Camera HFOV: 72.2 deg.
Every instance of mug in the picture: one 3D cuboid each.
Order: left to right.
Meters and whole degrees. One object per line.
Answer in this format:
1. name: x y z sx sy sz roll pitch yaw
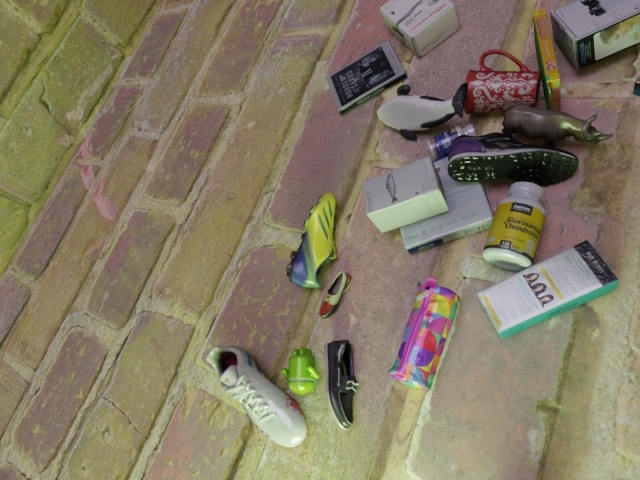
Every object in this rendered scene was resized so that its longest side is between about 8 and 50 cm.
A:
1. mug: 0.461 -0.395 1.115 0.169 0.150 0.113 10 47 29

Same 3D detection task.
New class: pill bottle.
1. pill bottle: 0.347 -0.259 1.156 0.120 0.067 0.067 -22 57 19
2. pill bottle: 0.433 -0.032 0.969 0.103 0.103 0.184 13 73 34

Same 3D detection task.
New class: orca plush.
1. orca plush: 0.293 -0.377 1.217 0.102 0.151 0.287 -32 12 -32

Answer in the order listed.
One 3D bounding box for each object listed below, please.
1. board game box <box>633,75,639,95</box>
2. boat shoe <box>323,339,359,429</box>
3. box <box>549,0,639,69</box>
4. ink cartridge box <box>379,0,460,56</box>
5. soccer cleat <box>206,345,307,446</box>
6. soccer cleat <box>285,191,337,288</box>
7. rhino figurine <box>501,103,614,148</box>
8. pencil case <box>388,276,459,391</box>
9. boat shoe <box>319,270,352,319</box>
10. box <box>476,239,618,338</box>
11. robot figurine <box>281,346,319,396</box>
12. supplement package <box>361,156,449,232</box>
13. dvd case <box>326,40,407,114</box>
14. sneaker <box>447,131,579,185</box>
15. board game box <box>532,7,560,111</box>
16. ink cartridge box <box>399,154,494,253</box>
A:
1. board game box: 0.844 -0.354 0.933 0.243 0.042 0.165 37 88 38
2. boat shoe: 0.055 0.329 1.027 0.065 0.075 0.206 -25 52 21
3. box: 0.731 -0.546 1.047 0.290 0.087 0.169 -21 46 19
4. ink cartridge box: 0.310 -0.705 1.386 0.158 0.092 0.218 -35 56 10
5. soccer cleat: -0.173 0.381 1.088 0.331 0.143 0.116 34 86 37
6. soccer cleat: 0.000 0.001 1.232 0.121 0.093 0.289 20 70 4
7. rhino figurine: 0.541 -0.261 1.020 0.243 0.106 0.073 22 79 36
8. pencil case: 0.229 0.207 0.972 0.104 0.104 0.236 11 73 33
9. boat shoe: 0.034 0.143 1.151 0.049 0.043 0.137 29 84 35
10. box: 0.463 0.105 0.911 0.244 0.060 0.100 -29 55 15
11. robot figurine: -0.047 0.327 1.090 0.101 0.067 0.115 -18 59 33
12. supplement package: 0.207 -0.109 1.079 0.179 0.105 0.105 -19 58 21
13. dvd case: 0.145 -0.532 1.434 0.238 0.029 0.179 -26 56 16
14. sneaker: 0.450 -0.211 1.034 0.283 0.107 0.124 6 55 14
15. board game box: 0.560 -0.432 1.084 0.039 0.124 0.259 -6 64 27
16. ink cartridge box: 0.300 -0.099 1.117 0.223 0.045 0.224 -20 57 20
